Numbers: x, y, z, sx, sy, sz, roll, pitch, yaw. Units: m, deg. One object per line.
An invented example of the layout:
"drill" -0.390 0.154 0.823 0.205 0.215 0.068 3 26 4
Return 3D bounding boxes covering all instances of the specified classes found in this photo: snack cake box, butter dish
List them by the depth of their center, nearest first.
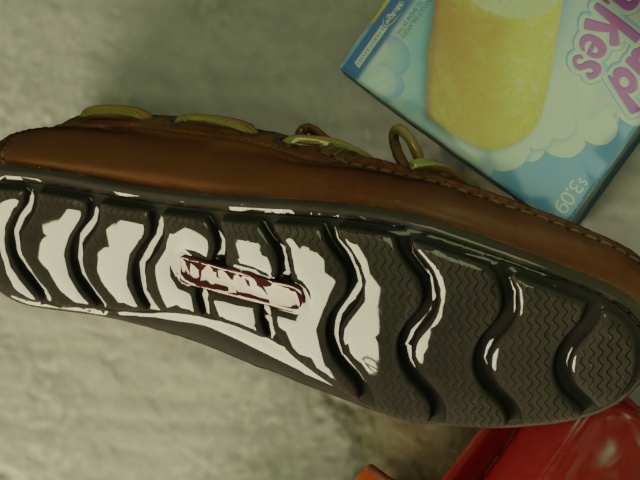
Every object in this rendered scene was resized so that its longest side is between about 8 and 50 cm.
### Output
"butter dish" 0.150 0.151 0.984 0.160 0.118 0.160 42 70 -5
"snack cake box" 0.151 -0.151 1.037 0.152 0.089 0.264 36 94 10

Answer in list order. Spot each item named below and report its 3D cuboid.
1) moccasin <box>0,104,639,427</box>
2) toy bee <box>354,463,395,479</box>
"moccasin" 0.000 0.003 1.019 0.380 0.147 0.139 8 123 27
"toy bee" -0.050 0.259 1.043 0.298 0.162 0.195 -29 70 -15
